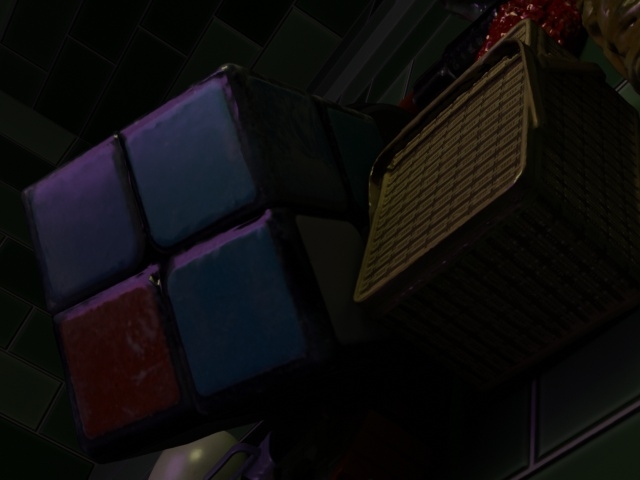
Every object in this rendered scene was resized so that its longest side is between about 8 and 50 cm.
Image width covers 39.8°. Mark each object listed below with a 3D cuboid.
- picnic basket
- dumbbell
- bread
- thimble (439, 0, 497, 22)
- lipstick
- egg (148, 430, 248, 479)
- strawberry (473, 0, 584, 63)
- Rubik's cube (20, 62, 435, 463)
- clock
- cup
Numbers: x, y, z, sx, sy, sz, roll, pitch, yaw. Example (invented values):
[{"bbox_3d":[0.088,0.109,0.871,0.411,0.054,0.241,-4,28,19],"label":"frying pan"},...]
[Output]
[{"bbox_3d":[0.172,-0.048,0.865,0.228,0.175,0.313,-41,20,38],"label":"picnic basket"},{"bbox_3d":[0.090,-0.167,1.558,0.153,0.152,0.218,-58,12,4],"label":"dumbbell"},{"bbox_3d":[0.329,-0.220,0.826,0.152,0.130,0.268,-42,18,24],"label":"bread"},{"bbox_3d":[0.266,-0.464,1.472,0.211,0.185,0.149,23,82,52],"label":"thimble"},{"bbox_3d":[0.229,-0.287,1.465,0.299,0.081,0.081,-41,22,53],"label":"lipstick"},{"bbox_3d":[-0.190,0.385,1.336,0.209,0.151,0.151,-66,14,-8],"label":"egg"},{"bbox_3d":[0.288,-0.288,1.198,0.228,0.098,0.174,-63,14,-13],"label":"strawberry"},{"bbox_3d":[-0.084,0.032,0.968,0.316,0.319,0.313,-26,-15,25],"label":"Rubik's cube"},{"bbox_3d":[0.012,0.285,0.936,0.255,0.106,0.220,-48,17,24],"label":"clock"},{"bbox_3d":[-0.080,0.317,1.137,0.129,0.128,0.095,-53,12,14],"label":"cup"}]
